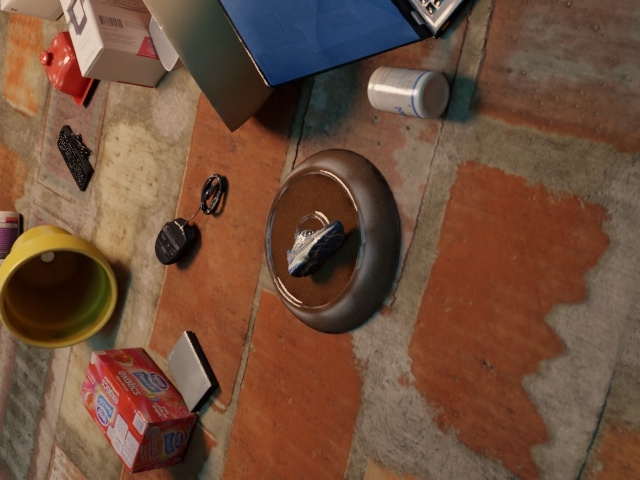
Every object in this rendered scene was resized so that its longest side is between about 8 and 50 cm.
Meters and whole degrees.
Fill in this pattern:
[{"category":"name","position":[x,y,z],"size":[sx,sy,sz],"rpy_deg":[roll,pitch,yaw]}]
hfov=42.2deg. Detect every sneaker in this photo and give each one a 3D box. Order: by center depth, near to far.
[{"category":"sneaker","position":[-0.015,0.002,1.323],"size":[0.135,0.052,0.058],"rpy_deg":[-43,55,36]}]

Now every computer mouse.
[{"category":"computer mouse","position":[-0.255,-0.040,1.663],"size":[0.242,0.041,0.071],"rpy_deg":[-47,65,27]}]

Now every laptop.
[{"category":"laptop","position":[0.042,-0.481,1.213],"size":[0.408,0.236,0.382],"rpy_deg":[-50,56,34]}]

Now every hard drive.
[{"category":"hard drive","position":[-0.259,0.262,1.660],"size":[0.094,0.022,0.135],"rpy_deg":[-53,53,32]}]

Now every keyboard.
[{"category":"keyboard","position":[-0.614,-0.215,2.040],"size":[0.192,0.038,0.100],"rpy_deg":[52,124,33]}]

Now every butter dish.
[{"category":"butter dish","position":[-0.612,-0.427,1.986],"size":[0.160,0.118,0.160],"rpy_deg":[-55,53,31]}]

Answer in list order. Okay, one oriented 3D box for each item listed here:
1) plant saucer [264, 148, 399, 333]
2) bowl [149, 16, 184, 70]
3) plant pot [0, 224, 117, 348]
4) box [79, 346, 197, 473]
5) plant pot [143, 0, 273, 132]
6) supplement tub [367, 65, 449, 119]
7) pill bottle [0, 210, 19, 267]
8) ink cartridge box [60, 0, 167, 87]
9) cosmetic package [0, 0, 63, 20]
[{"category":"plant saucer","position":[0.000,0.000,1.379],"size":[0.311,0.050,0.310],"rpy_deg":[-3,86,47]},{"category":"bowl","position":[-0.286,-0.429,1.678],"size":[0.142,0.053,0.142],"rpy_deg":[-53,53,44]},{"category":"plant pot","position":[-0.613,0.081,1.897],"size":[0.239,0.254,0.254],"rpy_deg":[45,121,55]},{"category":"box","position":[-0.380,0.343,1.713],"size":[0.257,0.123,0.128],"rpy_deg":[38,115,41]},{"category":"plant pot","position":[-0.153,-0.356,1.423],"size":[0.191,0.284,0.284],"rpy_deg":[-33,59,1]},{"category":"supplement tub","position":[0.131,-0.220,1.230],"size":[0.107,0.071,0.071],"rpy_deg":[19,103,46]},{"category":"pill bottle","position":[-0.877,0.018,2.258],"size":[0.108,0.108,0.193],"rpy_deg":[0,89,47]},{"category":"ink cartridge box","position":[-0.435,-0.455,1.760],"size":[0.100,0.172,0.237],"rpy_deg":[-41,60,38]},{"category":"cosmetic package","position":[-0.709,-0.765,2.073],"size":[0.197,0.155,0.365],"rpy_deg":[-19,75,45]}]
